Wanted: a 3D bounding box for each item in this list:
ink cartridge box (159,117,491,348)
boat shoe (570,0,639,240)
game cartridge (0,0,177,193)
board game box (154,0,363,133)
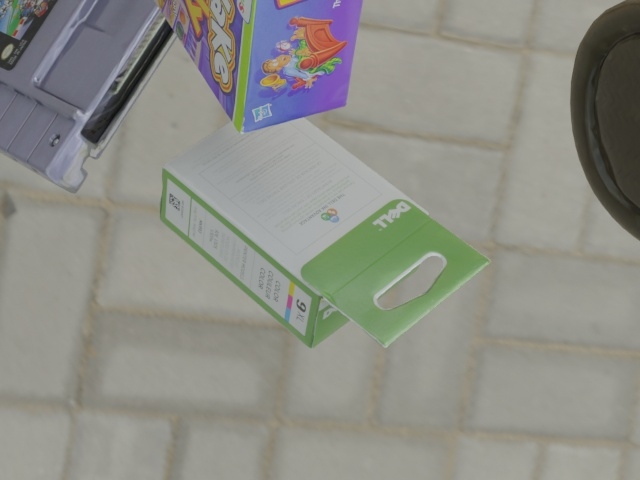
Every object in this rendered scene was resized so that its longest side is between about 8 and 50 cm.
[{"bbox_3d":[0.000,0.000,1.210,0.109,0.209,0.062,-35,151,-32],"label":"ink cartridge box"},{"bbox_3d":[0.208,-0.007,0.444,0.104,0.307,0.111,-23,133,-34],"label":"boat shoe"},{"bbox_3d":[-0.216,-0.235,1.725,0.355,0.230,0.068,-58,139,-6],"label":"game cartridge"},{"bbox_3d":[-0.049,-0.270,1.056,0.078,0.233,0.347,-17,142,-22],"label":"board game box"}]
